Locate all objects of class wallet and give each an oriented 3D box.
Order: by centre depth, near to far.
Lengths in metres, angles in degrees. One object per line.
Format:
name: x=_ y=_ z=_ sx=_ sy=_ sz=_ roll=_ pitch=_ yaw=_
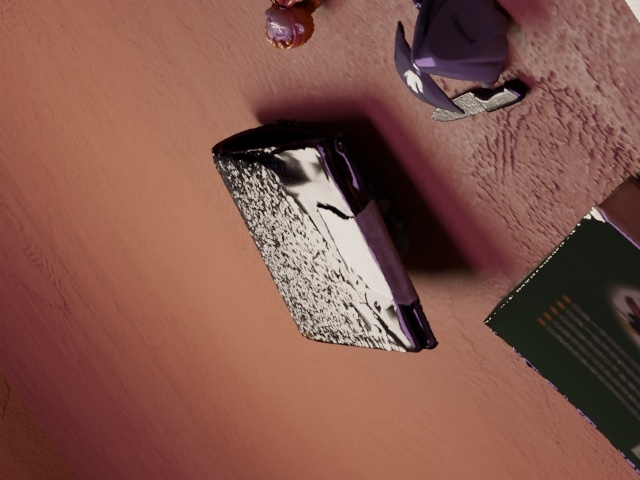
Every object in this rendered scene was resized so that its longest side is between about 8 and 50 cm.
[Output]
wallet: x=0.000 y=0.000 z=1.844 sx=0.262 sy=0.071 sz=0.221 roll=6 pitch=121 yaw=65

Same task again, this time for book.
book: x=0.270 y=0.099 z=1.572 sx=0.260 sy=0.043 sz=0.371 roll=44 pitch=162 yaw=4

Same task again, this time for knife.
knife: x=0.119 y=-0.106 z=1.540 sx=0.023 sy=0.010 sz=0.170 roll=51 pitch=163 yaw=-9

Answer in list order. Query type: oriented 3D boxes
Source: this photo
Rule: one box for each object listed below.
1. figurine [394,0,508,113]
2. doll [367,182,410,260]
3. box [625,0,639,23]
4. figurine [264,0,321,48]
figurine: x=0.093 y=-0.142 z=1.450 sx=0.094 sy=0.082 sz=0.086 roll=56 pitch=180 yaw=8
doll: x=0.059 y=-0.006 z=1.831 sx=0.057 sy=0.039 sz=0.114 roll=8 pitch=142 yaw=21
box: x=0.189 y=-0.184 z=1.159 sx=0.218 sy=0.055 sz=0.039 roll=54 pitch=162 yaw=-16
figurine: x=-0.027 y=-0.204 z=1.615 sx=0.064 sy=0.047 sz=0.109 roll=42 pitch=153 yaw=39
